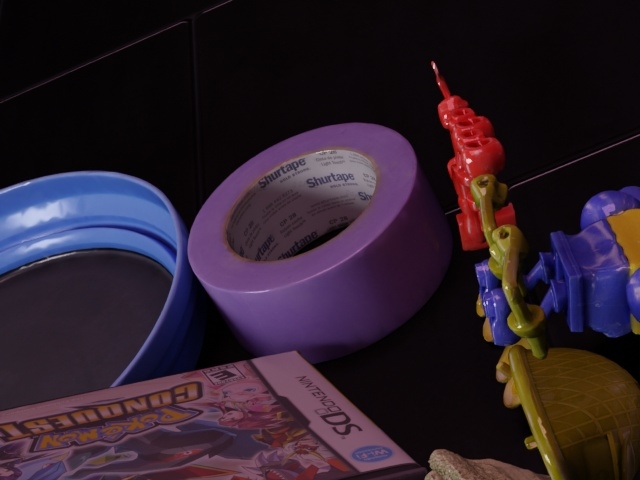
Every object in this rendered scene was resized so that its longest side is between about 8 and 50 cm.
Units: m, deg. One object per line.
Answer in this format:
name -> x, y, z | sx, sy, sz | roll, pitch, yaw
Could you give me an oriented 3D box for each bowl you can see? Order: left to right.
bowl -> -0.267, 0.100, 1.288 | 0.391, 0.077, 0.391 | -19, 36, 15

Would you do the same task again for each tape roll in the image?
tape roll -> 0.000, 0.000, 1.223 | 0.189, 0.080, 0.189 | -18, 36, 14

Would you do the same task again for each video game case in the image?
video game case -> -0.103, 0.142, 1.009 | 0.274, 0.035, 0.248 | -10, 16, -17

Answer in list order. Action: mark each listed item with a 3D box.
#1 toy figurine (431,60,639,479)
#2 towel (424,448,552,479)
toy figurine -> 0.203, 0.002, 0.977 | 0.217, 0.191, 0.362 | -12, 22, 2
towel -> 0.130, 0.163, 0.891 | 0.148, 0.110, 0.027 | 45, 116, 56
